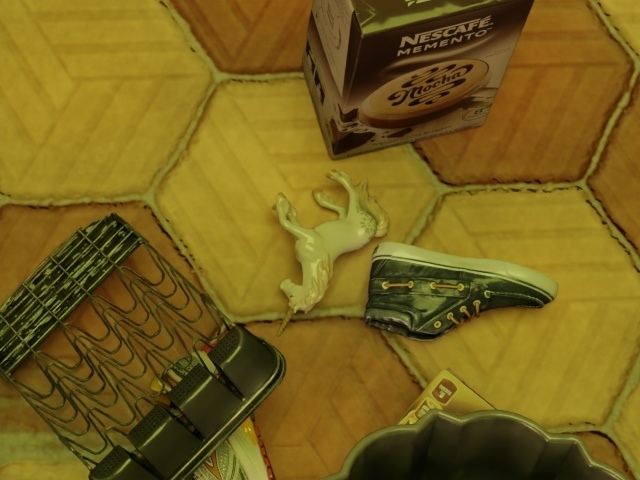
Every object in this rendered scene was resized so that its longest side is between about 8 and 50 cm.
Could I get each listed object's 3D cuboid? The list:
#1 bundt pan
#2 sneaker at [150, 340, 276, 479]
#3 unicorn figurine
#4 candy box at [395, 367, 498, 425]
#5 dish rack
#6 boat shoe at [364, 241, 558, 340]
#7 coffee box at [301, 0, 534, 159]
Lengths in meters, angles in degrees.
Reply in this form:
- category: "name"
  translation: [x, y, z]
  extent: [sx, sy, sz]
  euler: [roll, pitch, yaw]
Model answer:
- category: "bundt pan"
  translation: [0.129, 0.312, 1.523]
  extent: [0.331, 0.124, 0.331]
  euler: [4, 58, -6]
- category: "sneaker"
  translation: [-0.093, 0.210, 1.685]
  extent: [0.093, 0.088, 0.225]
  euler: [-20, 65, -5]
- category: "unicorn figurine"
  translation: [0.000, 0.000, 1.770]
  extent: [0.162, 0.060, 0.111]
  euler: [-29, 75, -13]
- category: "candy box"
  translation: [0.082, 0.296, 1.659]
  extent: [0.183, 0.087, 0.316]
  euler: [39, 71, 9]
- category: "dish rack"
  translation: [-0.186, 0.104, 1.681]
  extent: [0.208, 0.074, 0.271]
  euler: [-45, 50, -7]
- category: "boat shoe"
  translation: [0.134, 0.061, 1.762]
  extent: [0.183, 0.065, 0.083]
  euler: [10, 72, 6]
- category: "coffee box"
  translation: [0.085, -0.197, 1.720]
  extent: [0.168, 0.297, 0.119]
  euler: [-14, 72, -9]
